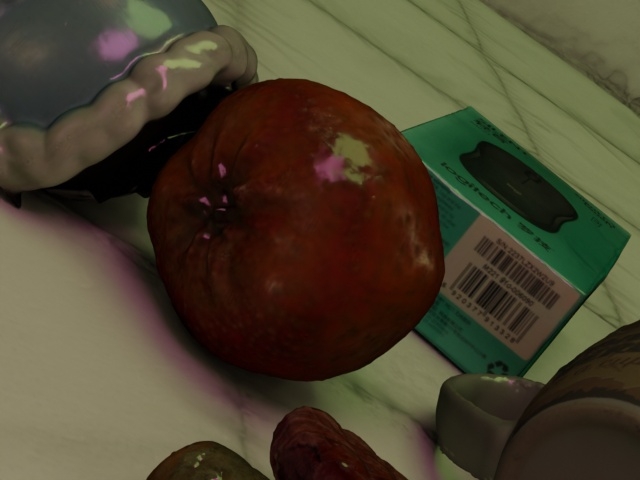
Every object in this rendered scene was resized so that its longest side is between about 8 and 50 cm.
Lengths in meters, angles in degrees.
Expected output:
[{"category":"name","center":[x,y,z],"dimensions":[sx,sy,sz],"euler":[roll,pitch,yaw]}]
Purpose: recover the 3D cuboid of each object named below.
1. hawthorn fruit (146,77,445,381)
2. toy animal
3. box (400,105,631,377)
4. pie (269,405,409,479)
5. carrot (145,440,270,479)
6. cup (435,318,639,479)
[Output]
[{"category":"hawthorn fruit","center":[0.000,0.000,0.964],"dimensions":[0.200,0.179,0.179],"euler":[18,26,-43]},{"category":"toy animal","center":[-0.151,-0.121,1.010],"dimensions":[0.204,0.156,0.208],"euler":[45,15,11]},{"category":"box","center":[0.139,-0.002,1.337],"dimensions":[0.205,0.118,0.311],"euler":[42,18,8]},{"category":"pie","center":[0.048,0.155,0.801],"dimensions":[0.182,0.049,0.182],"euler":[43,0,0]},{"category":"carrot","center":[0.043,0.219,0.683],"dimensions":[0.342,0.070,0.070],"euler":[45,19,18]},{"category":"cup","center":[0.189,0.137,0.980],"dimensions":[0.301,0.227,0.257],"euler":[14,7,35]}]
